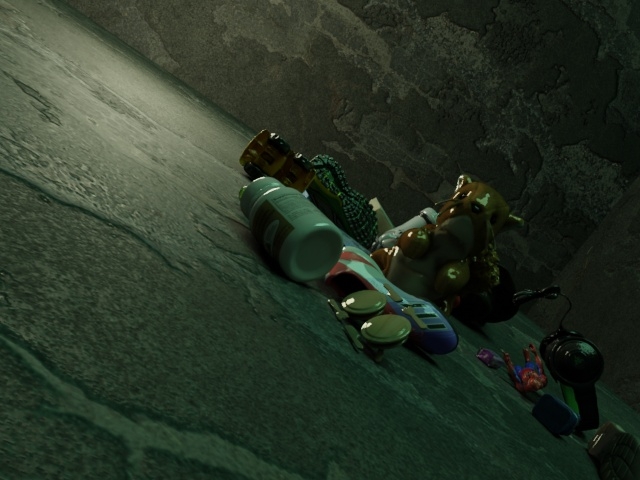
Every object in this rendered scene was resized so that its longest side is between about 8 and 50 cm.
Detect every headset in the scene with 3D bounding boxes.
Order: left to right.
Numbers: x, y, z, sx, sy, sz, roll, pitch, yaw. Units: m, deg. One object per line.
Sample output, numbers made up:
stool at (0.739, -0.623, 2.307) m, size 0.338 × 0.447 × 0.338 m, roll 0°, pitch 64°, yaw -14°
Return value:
headset at (0.646, 0.318, 1.660) m, size 0.243 × 0.185 × 0.394 m, roll -13°, pitch 92°, yaw -80°

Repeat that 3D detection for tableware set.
tableware set at (0.100, 0.145, 1.106) m, size 0.194 × 0.128 × 0.039 m, roll -128°, pitch -154°, yaw -64°

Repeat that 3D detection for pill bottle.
pill bottle at (-0.066, -0.031, 1.206) m, size 0.131 × 0.131 × 0.229 m, roll 27°, pitch 13°, yaw -44°

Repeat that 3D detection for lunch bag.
lunch bag at (0.554, 0.410, 1.447) m, size 0.065 × 0.067 × 0.098 m, roll 28°, pitch 11°, yaw -41°

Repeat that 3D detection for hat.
hat at (0.497, 0.188, 2.085) m, size 0.331 × 0.134 × 0.331 m, roll 28°, pitch -39°, yaw 25°

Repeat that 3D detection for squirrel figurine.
squirrel figurine at (0.300, 0.030, 1.477) m, size 0.281 × 0.370 × 0.397 m, roll 39°, pitch 10°, yaw 21°

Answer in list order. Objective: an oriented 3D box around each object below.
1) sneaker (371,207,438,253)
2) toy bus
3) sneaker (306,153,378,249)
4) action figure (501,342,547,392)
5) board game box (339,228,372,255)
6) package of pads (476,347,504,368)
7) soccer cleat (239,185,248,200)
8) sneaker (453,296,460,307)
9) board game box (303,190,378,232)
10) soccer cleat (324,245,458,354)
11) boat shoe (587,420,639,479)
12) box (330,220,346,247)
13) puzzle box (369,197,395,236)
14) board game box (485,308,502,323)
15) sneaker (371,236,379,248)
sneaker at (0.276, 0.066, 1.940) m, size 0.366 × 0.210 × 0.137 m, roll 81°, pitch -16°, yaw -48°
toy bus at (-0.130, -0.214, 1.938) m, size 0.220 × 0.149 × 0.211 m, roll 39°, pitch -6°, yaw 5°
sneaker at (0.060, -0.114, 2.002) m, size 0.134 × 0.146 × 0.343 m, roll -37°, pitch 94°, yaw -37°
action figure at (0.548, 0.326, 1.678) m, size 0.280 × 0.091 × 0.139 m, roll -42°, pitch 112°, yaw -80°
board game box at (0.082, 0.022, 1.760) m, size 0.160 × 0.039 × 0.211 m, roll 39°, pitch 8°, yaw 14°
package of pads at (0.463, 0.321, 1.673) m, size 0.050 × 0.032 × 0.083 m, roll 40°, pitch 10°, yaw 37°
soccer cleat at (-0.127, -0.069, 1.433) m, size 0.179 × 0.060 × 0.072 m, roll 38°, pitch -2°, yaw -33°
sneaker at (0.323, 0.166, 1.828) m, size 0.279 × 0.107 × 0.118 m, roll 25°, pitch 32°, yaw -37°
board game box at (0.050, -0.128, 2.317) m, size 0.316 × 0.064 × 0.242 m, roll 32°, pitch 10°, yaw -25°
soccer cleat at (0.141, 0.143, 1.256) m, size 0.318 × 0.109 × 0.116 m, roll 39°, pitch 32°, yaw 0°
boat shoe at (0.692, 0.499, 1.356) m, size 0.116 × 0.123 × 0.324 m, roll 40°, pitch 11°, yaw 10°
box at (0.000, 0.000, 1.455) m, size 0.136 × 0.036 × 0.225 m, roll 63°, pitch 17°, yaw 19°
puzzle box at (0.261, -0.019, 2.278) m, size 0.272 × 0.052 × 0.409 m, roll 58°, pitch 7°, yaw -5°
board game box at (0.548, 0.163, 2.299) m, size 0.308 × 0.086 × 0.302 m, roll 38°, pitch -11°, yaw 13°
sneaker at (0.194, 0.006, 2.215) m, size 0.135 × 0.052 × 0.058 m, roll 36°, pitch 13°, yaw 4°
